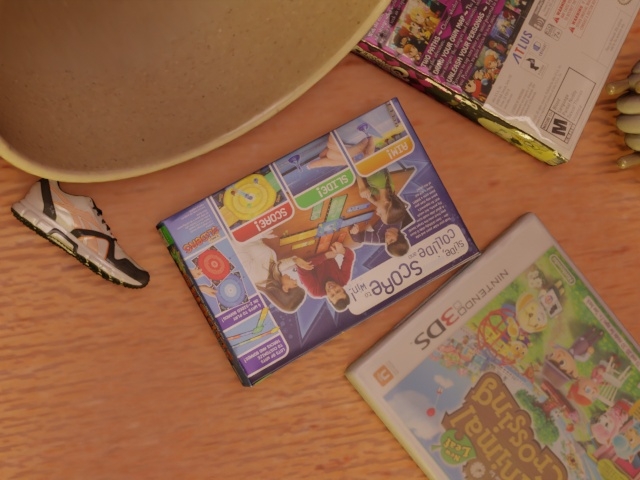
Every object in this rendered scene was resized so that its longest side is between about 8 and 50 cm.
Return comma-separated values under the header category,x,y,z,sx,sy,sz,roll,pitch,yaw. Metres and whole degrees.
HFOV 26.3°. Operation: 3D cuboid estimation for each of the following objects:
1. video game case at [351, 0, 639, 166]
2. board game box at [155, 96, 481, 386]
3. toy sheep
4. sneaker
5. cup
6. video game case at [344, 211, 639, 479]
category,x,y,z,sx,sy,sz,roll,pitch,yaw
video game case,0.145,-0.206,1.059,0.210,0.042,0.232,28,78,-10
board game box,0.000,0.000,1.006,0.201,0.035,0.136,-28,91,-15
toy sheep,0.268,-0.101,1.057,0.091,0.091,0.132,-13,104,-15
sneaker,-0.162,-0.006,0.965,0.109,0.040,0.043,37,75,-8
cup,-0.124,-0.233,0.884,0.331,0.331,0.237,-30,66,-15
video game case,0.155,0.119,1.039,0.193,0.023,0.212,-40,95,-14
